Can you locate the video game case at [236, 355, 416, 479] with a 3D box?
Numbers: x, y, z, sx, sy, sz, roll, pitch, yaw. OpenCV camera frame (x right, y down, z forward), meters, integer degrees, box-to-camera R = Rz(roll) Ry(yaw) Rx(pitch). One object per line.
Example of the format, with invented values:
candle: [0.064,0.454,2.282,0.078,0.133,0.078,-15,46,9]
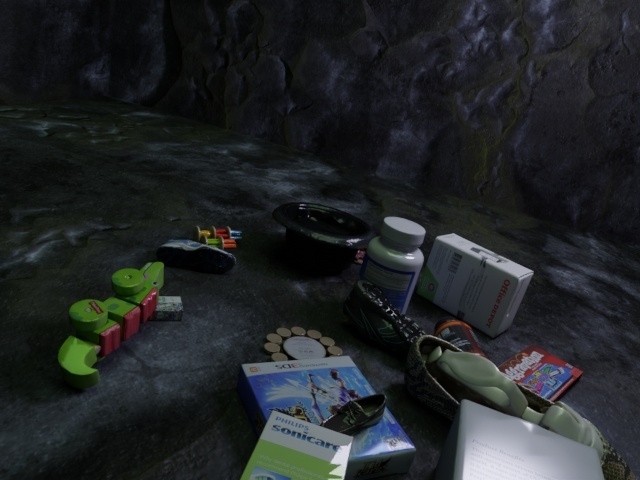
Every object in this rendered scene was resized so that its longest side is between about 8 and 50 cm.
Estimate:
video game case: [0.001,0.322,0.973,0.245,0.061,0.269,1,25,-27]

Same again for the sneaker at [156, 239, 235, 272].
sneaker: [-0.337,0.033,1.455,0.211,0.080,0.081,12,24,-7]

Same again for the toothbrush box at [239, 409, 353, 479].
toothbrush box: [-0.061,0.375,0.602,0.122,0.206,0.283,16,21,5]

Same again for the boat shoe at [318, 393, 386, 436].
boat shoe: [0.056,0.299,0.910,0.152,0.049,0.056,-10,33,-45]

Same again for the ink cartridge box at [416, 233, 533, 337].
ink cartridge box: [0.447,0.126,1.549,0.273,0.198,0.115,31,25,35]

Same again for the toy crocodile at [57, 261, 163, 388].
toy crocodile: [-0.400,0.152,1.053,0.105,0.115,0.340,18,29,8]

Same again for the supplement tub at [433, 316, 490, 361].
supplement tub: [0.332,0.262,1.267,0.106,0.105,0.198,11,22,-7]

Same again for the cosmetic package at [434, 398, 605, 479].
cosmetic package: [0.262,0.436,0.710,0.230,0.161,0.453,19,22,13]

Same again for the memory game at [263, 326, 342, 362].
memory game: [-0.038,0.249,1.196,0.186,0.012,0.186,11,21,-5]

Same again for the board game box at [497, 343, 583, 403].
board game box: [0.532,0.339,1.309,0.145,0.027,0.281,29,26,36]

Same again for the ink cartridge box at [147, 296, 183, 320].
ink cartridge box: [-0.375,0.153,1.200,0.115,0.029,0.063,4,24,-24]

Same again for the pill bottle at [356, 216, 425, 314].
pill bottle: [0.182,0.082,1.393,0.153,0.271,0.152,12,21,-5]

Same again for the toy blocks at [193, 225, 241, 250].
toy blocks: [-0.298,-0.003,1.606,0.148,0.054,0.123,0,25,-33]

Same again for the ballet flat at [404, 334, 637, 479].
ballet flat: [0.365,0.331,1.005,0.483,0.181,0.164,29,55,32]

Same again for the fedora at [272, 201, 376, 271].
fedora: [0.000,0.000,1.647,0.335,0.152,0.334,11,20,-4]

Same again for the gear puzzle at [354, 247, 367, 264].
gear puzzle: [0.165,0.006,1.882,0.176,0.044,0.339,14,21,1]

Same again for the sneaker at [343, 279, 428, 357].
sneaker: [0.166,0.218,1.300,0.267,0.106,0.101,45,27,18]
